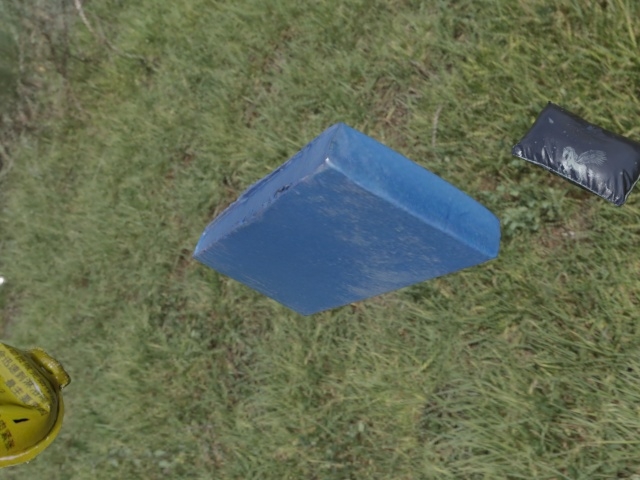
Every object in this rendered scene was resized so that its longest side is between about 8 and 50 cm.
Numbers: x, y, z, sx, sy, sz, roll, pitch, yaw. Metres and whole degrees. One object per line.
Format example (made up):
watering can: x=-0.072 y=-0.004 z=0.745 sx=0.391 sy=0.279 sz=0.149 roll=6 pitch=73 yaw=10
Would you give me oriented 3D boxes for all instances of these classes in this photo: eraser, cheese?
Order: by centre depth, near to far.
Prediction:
eraser: x=0.000 y=0.000 z=0.603 sx=0.312 sy=0.144 sz=0.043 roll=-27 pitch=38 yaw=62
cheese: x=-0.338 y=0.162 z=0.651 sx=0.156 sy=0.250 sz=0.064 roll=40 pitch=118 yaw=13

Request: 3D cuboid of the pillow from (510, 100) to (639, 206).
pillow: x=0.442 y=-0.148 z=1.206 sx=0.208 sy=0.055 sz=0.141 roll=32 pitch=67 yaw=26
